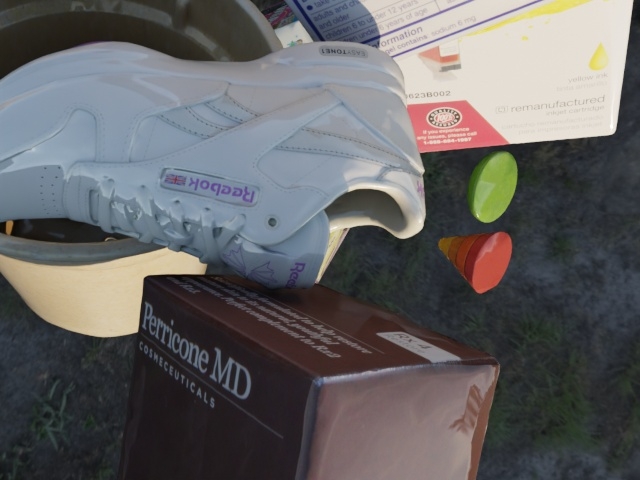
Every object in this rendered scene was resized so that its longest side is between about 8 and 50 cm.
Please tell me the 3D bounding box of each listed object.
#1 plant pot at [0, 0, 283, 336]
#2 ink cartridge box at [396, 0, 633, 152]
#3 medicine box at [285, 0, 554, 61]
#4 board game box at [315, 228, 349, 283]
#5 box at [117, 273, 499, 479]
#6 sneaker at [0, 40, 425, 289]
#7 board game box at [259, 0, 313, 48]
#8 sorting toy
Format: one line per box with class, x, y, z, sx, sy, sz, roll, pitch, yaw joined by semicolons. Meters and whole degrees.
plant pot;-0.215;-0.059;0.675;0.334;0.305;0.334;6;59;-10
ink cartridge box;0.206;-0.298;0.807;0.279;0.160;0.384;-3;143;15
medicine box;0.065;-0.271;0.393;0.263;0.149;0.289;-15;146;24
board game box;0.000;0.000;1.421;0.056;0.208;0.347;26;76;17
box;-0.036;0.225;0.428;0.143;0.191;0.381;5;98;-39
sneaker;-0.073;-0.038;0.416;0.305;0.114;0.152;-10;71;-15
board game box;-0.117;-0.398;1.408;0.303;0.224;0.097;-12;122;28
sorting toy;0.267;-0.087;1.244;0.127;0.126;0.365;-25;124;-35
